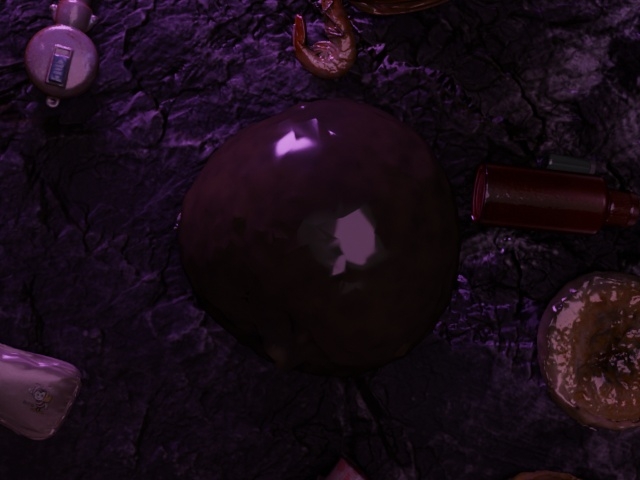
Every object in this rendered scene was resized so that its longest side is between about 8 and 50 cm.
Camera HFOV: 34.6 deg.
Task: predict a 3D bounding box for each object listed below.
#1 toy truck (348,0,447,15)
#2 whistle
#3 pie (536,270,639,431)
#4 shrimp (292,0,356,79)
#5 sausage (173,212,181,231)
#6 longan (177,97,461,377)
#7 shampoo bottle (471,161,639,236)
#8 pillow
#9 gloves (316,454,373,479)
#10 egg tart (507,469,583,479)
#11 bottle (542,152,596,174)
[{"bbox_3d":[0.122,-0.445,1.499,0.288,0.211,0.204,-10,92,-14],"label":"toy truck"},{"bbox_3d":[-0.366,-0.300,1.496,0.107,0.057,0.220,15,87,-9],"label":"whistle"},{"bbox_3d":[0.478,0.175,1.661,0.274,0.055,0.274,0,92,-9],"label":"pie"},{"bbox_3d":[-0.002,-0.326,1.574,0.095,0.045,0.163,-15,100,12],"label":"shrimp"},{"bbox_3d":[-0.113,-0.096,1.559,0.269,0.033,0.033,-37,97,-7],"label":"sausage"},{"bbox_3d":[0.000,0.000,1.406,0.391,0.391,0.391,0,92,-10],"label":"longan"},{"bbox_3d":[0.373,-0.061,1.630,0.260,0.064,0.102,6,96,-11],"label":"shampoo bottle"},{"bbox_3d":[-0.474,0.206,1.502,0.232,0.038,0.131,25,90,-12],"label":"pillow"},{"bbox_3d":[-0.006,0.449,1.550,0.126,0.145,0.241,39,81,0],"label":"gloves"},{"bbox_3d":[0.399,0.478,1.539,0.341,0.341,0.132,13,134,-10],"label":"egg tart"},{"bbox_3d":[0.399,-0.121,1.650,0.083,0.030,0.030,7,91,-11],"label":"bottle"}]
